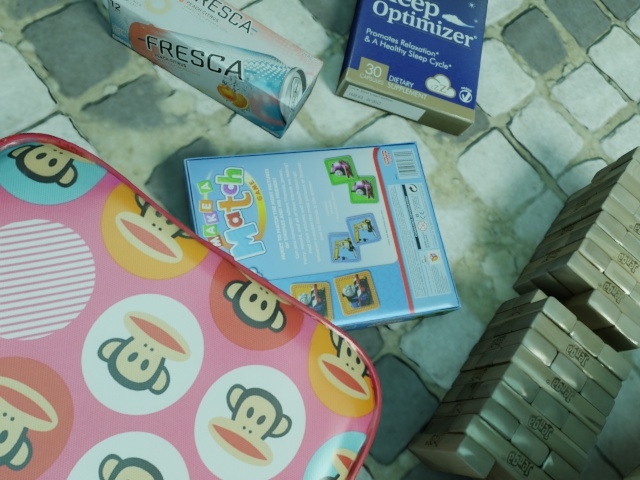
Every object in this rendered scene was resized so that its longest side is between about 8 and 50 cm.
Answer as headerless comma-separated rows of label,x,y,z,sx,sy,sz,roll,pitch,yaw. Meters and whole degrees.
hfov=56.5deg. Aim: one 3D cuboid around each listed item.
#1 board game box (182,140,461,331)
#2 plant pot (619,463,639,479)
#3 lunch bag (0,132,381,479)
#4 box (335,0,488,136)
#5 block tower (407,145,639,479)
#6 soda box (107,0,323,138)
board game box,0.000,0.000,0.510,0.212,0.039,0.160,-7,74,-18
plant pot,0.320,0.232,0.369,0.306,0.334,0.333,-20,77,-42
lunch bag,-0.133,0.111,0.338,0.293,0.120,0.258,38,62,-8
box,0.103,-0.229,0.620,0.137,0.036,0.225,16,67,-10
block tower,0.215,0.072,0.517,0.097,0.091,0.335,41,67,2
soda box,-0.094,-0.171,0.533,0.183,0.058,0.063,30,66,-3
